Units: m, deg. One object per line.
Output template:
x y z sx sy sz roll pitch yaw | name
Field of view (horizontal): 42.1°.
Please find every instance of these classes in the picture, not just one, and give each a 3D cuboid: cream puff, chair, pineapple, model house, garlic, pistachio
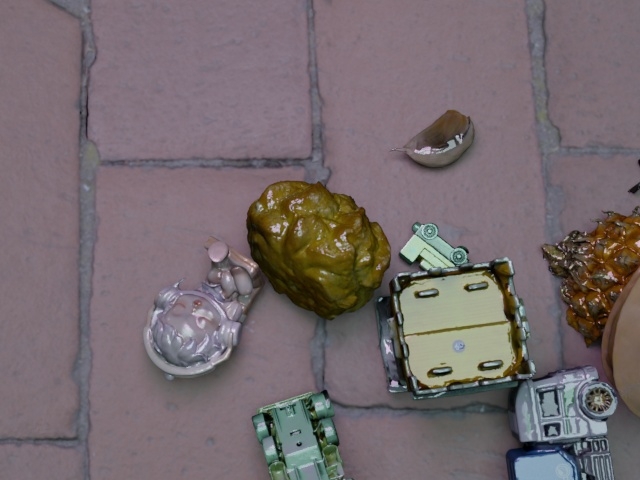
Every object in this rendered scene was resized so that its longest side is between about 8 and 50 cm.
-0.006 0.013 1.327 0.196 0.244 0.244 -21 80 -16 | cream puff
0.562 -0.121 1.432 0.086 0.037 0.042 -34 93 -9 | chair
0.456 0.025 1.361 0.164 0.140 0.250 37 85 8 | pineapple
0.205 0.143 1.299 0.224 0.215 0.198 -10 77 -1 | model house
0.206 -0.164 1.437 0.152 0.066 0.084 -39 54 -10 | garlic
0.557 0.124 1.217 0.238 0.229 0.321 31 104 3 | pistachio

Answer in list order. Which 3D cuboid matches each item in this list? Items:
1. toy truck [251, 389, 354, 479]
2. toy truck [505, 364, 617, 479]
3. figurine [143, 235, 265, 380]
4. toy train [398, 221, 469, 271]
-0.013 0.359 1.269 0.128 0.259 0.135 -17 121 -6 | toy truck
0.386 0.383 1.291 0.175 0.146 0.367 -5 80 4 | toy truck
-0.193 0.120 1.345 0.162 0.141 0.237 35 83 19 | figurine
0.194 0.024 1.406 0.122 0.050 0.081 40 87 7 | toy train
